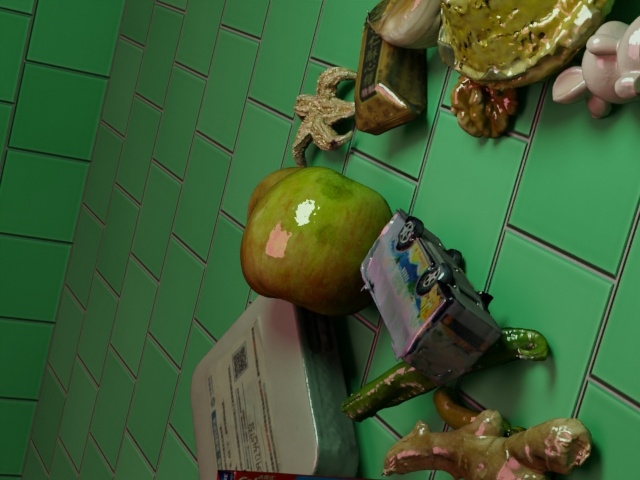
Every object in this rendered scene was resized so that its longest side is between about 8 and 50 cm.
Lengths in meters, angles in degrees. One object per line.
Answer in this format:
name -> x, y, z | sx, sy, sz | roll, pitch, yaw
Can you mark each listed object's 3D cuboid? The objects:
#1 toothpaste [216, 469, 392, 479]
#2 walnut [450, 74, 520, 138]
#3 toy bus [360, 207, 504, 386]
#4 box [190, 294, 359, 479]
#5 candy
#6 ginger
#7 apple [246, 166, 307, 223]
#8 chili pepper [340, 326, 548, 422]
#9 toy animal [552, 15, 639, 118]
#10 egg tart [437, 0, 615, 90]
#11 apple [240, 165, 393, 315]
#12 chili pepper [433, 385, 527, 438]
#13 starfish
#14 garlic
toothpaste -> 0.007, 0.372, 1.706 | 0.066, 0.320, 0.076 | -14, 68, 62
walnut -> 0.235, -0.233, 1.726 | 0.143, 0.069, 0.170 | 19, 101, 60
toy bus -> 0.145, 0.074, 1.687 | 0.138, 0.112, 0.317 | -49, 21, 11
box -> -0.093, 0.312, 2.080 | 0.396, 0.111, 0.396 | -47, 41, 41
candy -> 0.115, -0.301, 1.944 | 0.143, 0.101, 0.271 | -22, 56, 49
ginger -> 0.216, 0.290, 1.566 | 0.333, 0.081, 0.148 | 0, 96, 49
apple -> -0.042, -0.039, 2.106 | 0.182, 0.155, 0.183 | 2, 93, 51
chili pepper -> 0.170, 0.181, 1.670 | 0.359, 0.085, 0.076 | -28, 69, 42
toy animal -> 0.359, -0.215, 1.447 | 0.212, 0.124, 0.124 | -176, 94, -69
egg tart -> 0.259, -0.357, 1.583 | 0.341, 0.132, 0.341 | -33, 44, 39
apple -> 0.000, 0.000, 1.921 | 0.246, 0.246, 0.226 | 15, 88, 62
chili pepper -> 0.209, 0.249, 1.660 | 0.208, 0.048, 0.043 | 27, 128, 59
starfish -> -0.001, -0.217, 2.172 | 0.216, 0.071, 0.238 | -69, 23, 11
garlic -> 0.160, -0.347, 1.808 | 0.206, 0.128, 0.115 | -41, 11, 33
